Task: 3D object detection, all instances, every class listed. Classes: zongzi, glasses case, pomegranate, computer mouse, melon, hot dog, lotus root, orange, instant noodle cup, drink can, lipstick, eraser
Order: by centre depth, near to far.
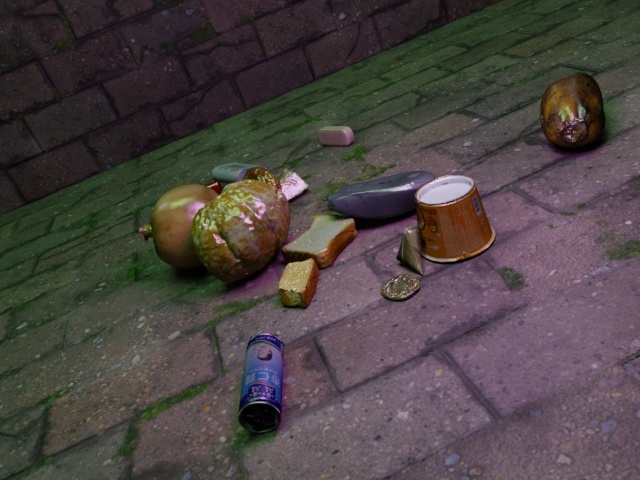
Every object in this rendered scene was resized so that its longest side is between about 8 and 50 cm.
[{"bbox_3d":[-0.133,0.321,1.293,0.097,0.097,0.235,-17,29,8],"label":"drink can"},{"bbox_3d":[0.259,0.027,1.528,0.052,0.104,0.113,-1,22,-25],"label":"zongzi"},{"bbox_3d":[0.357,-0.068,1.544,0.216,0.172,0.216,-16,28,9],"label":"instant noodle cup"},{"bbox_3d":[-0.229,-0.047,1.768,0.369,0.271,0.210,-48,19,-29],"label":"orange"},{"bbox_3d":[0.191,-0.135,1.818,0.371,0.122,0.188,-8,16,14],"label":"computer mouse"},{"bbox_3d":[0.828,-0.436,1.848,0.196,0.179,0.397,-4,34,26],"label":"lotus root"},{"bbox_3d":[-0.466,-0.046,1.959,0.319,0.319,0.319,-17,29,9],"label":"pomegranate"},{"bbox_3d":[-0.261,-0.188,2.194,0.272,0.122,0.196,20,85,57],"label":"hot dog"},{"bbox_3d":[-0.112,-0.213,2.212,0.139,0.093,0.202,-1,41,21],"label":"melon"},{"bbox_3d":[-0.356,-0.298,2.507,0.174,0.081,0.227,-16,18,-36],"label":"eraser"},{"bbox_3d":[-0.576,-0.191,2.513,0.279,0.073,0.073,-21,28,2],"label":"lipstick"},{"bbox_3d":[0.068,-0.474,2.543,0.196,0.083,0.050,13,44,44],"label":"glasses case"}]

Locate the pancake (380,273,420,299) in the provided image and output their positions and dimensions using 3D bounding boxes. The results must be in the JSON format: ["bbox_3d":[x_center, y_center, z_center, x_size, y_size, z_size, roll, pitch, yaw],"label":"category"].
[{"bbox_3d":[0.211,0.123,1.478,0.108,0.017,0.108,-18,31,11],"label":"pancake"}]

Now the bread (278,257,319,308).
[{"bbox_3d":[-0.062,0.123,1.626,0.103,0.065,0.187,-4,34,19],"label":"bread"}]

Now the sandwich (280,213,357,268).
[{"bbox_3d":[0.000,0.000,1.787,0.186,0.065,0.214,7,40,42],"label":"sandwich"}]
